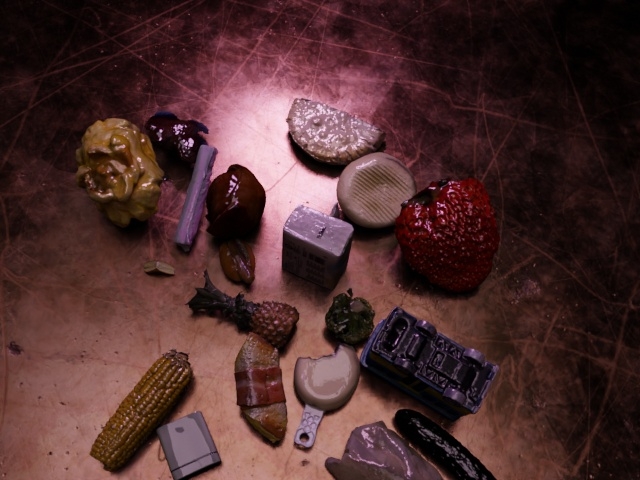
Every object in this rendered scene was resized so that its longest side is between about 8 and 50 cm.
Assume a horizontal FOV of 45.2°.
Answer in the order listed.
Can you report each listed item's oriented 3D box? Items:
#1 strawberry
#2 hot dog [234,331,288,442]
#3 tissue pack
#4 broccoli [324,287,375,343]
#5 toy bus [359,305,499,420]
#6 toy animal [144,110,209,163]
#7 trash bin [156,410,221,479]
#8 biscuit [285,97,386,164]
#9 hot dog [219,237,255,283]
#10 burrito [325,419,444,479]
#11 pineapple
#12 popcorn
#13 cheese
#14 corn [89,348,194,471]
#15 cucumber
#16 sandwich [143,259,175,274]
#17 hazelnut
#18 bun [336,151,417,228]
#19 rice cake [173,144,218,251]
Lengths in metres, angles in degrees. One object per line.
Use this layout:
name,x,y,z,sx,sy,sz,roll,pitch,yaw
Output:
strawberry,0.332,-0.017,1.955,0.261,0.261,0.257,-16,63,-10
hot dog,-0.146,0.354,1.834,0.123,0.093,0.261,8,65,-35
tissue pack,0.000,0.000,1.933,0.159,0.229,0.145,24,65,9
broccoli,0.077,0.190,1.912,0.131,0.120,0.130,-32,73,-25
toy bus,0.254,0.294,1.829,0.288,0.175,0.138,31,69,3
toy animal,-0.389,-0.293,2.074,0.218,0.179,0.116,44,97,14
trash bin,-0.307,0.481,1.791,0.116,0.059,0.129,-22,67,-13
biscuit,0.034,-0.293,2.147,0.281,0.084,0.179,19,66,4
hot dog,-0.214,0.056,1.989,0.090,0.060,0.140,-15,70,-6
burrito,0.175,0.559,1.747,0.190,0.135,0.332,-43,71,-12
pineapple,-0.193,0.171,1.914,0.278,0.130,0.118,22,96,5
popcorn,-0.517,-0.178,1.975,0.215,0.252,0.286,-27,80,-12
cheese,0.017,0.373,1.852,0.164,0.070,0.248,0,66,-3
corn,-0.413,0.394,1.800,0.115,0.115,0.317,34,70,12
cucumber,0.302,0.500,1.810,0.081,0.072,0.303,-41,74,-18
sandwich,-0.419,0.069,1.981,0.083,0.044,0.030,4,70,1
hazelnut,-0.225,-0.096,1.992,0.161,0.170,0.201,24,39,9
bun,0.145,-0.132,2.067,0.223,0.127,0.222,-1,92,-18
rice cake,-0.321,-0.114,2.017,0.051,0.081,0.290,20,78,-33
